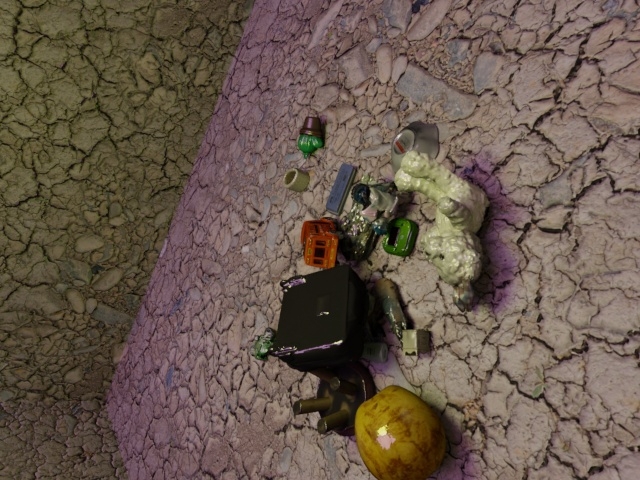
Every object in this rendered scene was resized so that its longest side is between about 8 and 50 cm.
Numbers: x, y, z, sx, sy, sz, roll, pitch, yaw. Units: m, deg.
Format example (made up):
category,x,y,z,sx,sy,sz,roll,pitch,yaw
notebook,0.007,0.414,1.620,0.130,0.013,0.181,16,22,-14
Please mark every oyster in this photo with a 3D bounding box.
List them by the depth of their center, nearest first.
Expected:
category,x,y,z,sx,sy,sz,roll,pitch,yaw
oyster,0.160,-0.091,1.733,0.162,0.158,0.350,22,112,26

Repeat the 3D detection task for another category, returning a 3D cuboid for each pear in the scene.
category,x,y,z,sx,sy,sz,roll,pitch,yaw
pear,0.229,0.576,1.320,0.281,0.281,0.280,-19,63,44

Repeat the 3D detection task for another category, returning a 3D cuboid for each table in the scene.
category,x,y,z,sx,sy,sz,roll,pitch,yaw
table,0.314,0.334,1.453,0.062,0.079,0.083,-14,68,48

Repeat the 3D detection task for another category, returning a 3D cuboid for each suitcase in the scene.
category,x,y,z,sx,sy,sz,roll,pitch,yaw
suitcase,0.008,0.269,1.572,0.340,0.188,0.345,-19,42,27

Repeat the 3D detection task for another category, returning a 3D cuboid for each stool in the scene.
category,x,y,z,sx,sy,sz,roll,pitch,yaw
stool,0.044,0.559,1.605,0.272,0.179,0.271,-22,60,43

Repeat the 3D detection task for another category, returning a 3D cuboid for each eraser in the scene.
category,x,y,z,sx,sy,sz,roll,pitch,yaw
eraser,0.088,-0.218,1.933,0.082,0.036,0.224,27,97,48

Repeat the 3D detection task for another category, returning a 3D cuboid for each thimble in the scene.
category,x,y,z,sx,sy,sz,roll,pitch,yaw
thimble,-0.121,-0.293,2.155,0.115,0.090,0.102,-49,45,27

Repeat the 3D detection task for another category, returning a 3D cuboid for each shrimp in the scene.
category,x,y,z,sx,sy,sz,roll,pitch,yaw
shrimp,0.225,0.272,1.586,0.178,0.075,0.289,-50,46,37

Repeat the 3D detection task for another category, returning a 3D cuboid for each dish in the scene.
category,x,y,z,sx,sy,sz,roll,pitch,yaw
dish,0.330,-0.354,1.670,0.229,0.081,0.229,-19,64,44

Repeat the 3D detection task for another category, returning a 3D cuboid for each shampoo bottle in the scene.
category,x,y,z,sx,sy,sz,roll,pitch,yaw
shampoo bottle,0.162,0.402,1.632,0.191,0.041,0.069,-8,77,48

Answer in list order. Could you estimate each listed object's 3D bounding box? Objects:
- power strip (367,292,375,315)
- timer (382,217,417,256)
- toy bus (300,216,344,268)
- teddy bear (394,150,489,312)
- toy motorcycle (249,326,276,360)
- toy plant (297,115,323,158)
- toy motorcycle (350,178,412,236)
category,x,y,z,sx,sy,sz,roll,pitch,yaw
power strip,0.138,0.216,1.698,0.227,0.029,0.079,31,101,64
timer,0.286,-0.014,1.628,0.128,0.047,0.140,14,86,51
toy bus,0.000,0.000,1.773,0.329,0.153,0.142,-101,17,-73
teddy bear,0.347,-0.024,1.367,0.362,0.376,0.327,-62,-4,-13
toy motorcycle,-0.264,0.491,2.069,0.190,0.074,0.106,-50,55,24
toy plant,-0.043,-0.487,2.133,0.143,0.105,0.200,16,107,36
toy motorcycle,0.229,-0.119,1.615,0.108,0.239,0.203,-141,41,-79
